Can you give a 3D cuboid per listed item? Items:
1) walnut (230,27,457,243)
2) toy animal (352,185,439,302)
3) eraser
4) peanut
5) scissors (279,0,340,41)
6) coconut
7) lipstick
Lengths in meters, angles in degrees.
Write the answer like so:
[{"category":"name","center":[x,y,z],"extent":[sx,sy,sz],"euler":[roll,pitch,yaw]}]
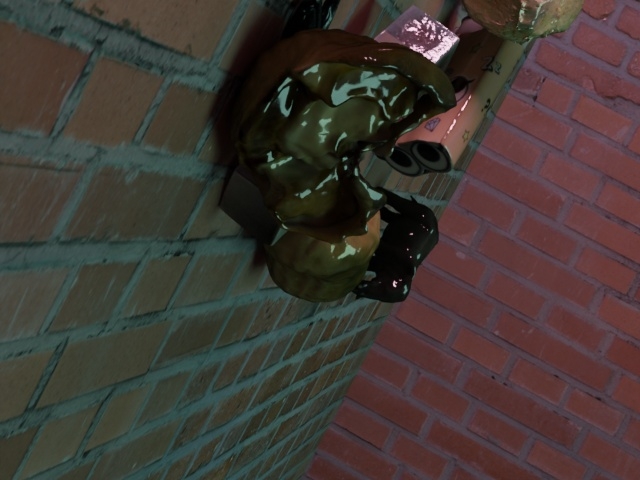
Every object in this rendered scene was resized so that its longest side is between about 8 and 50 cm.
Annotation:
[{"category":"walnut","center":[0.001,-0.125,1.387],"extent":[0.238,0.204,0.141],"euler":[-55,-142,36]},{"category":"toy animal","center":[0.115,0.014,2.447],"extent":[0.245,0.146,0.114],"euler":[-57,171,-18]},{"category":"eraser","center":[0.218,-0.238,2.276],"extent":[0.171,0.087,0.290],"euler":[-3,-132,53]},{"category":"peanut","center":[0.006,-0.008,1.789],"extent":[0.159,0.143,0.291],"euler":[-49,171,-10]},{"category":"scissors","center":[-0.012,-0.190,1.521],"extent":[0.109,0.022,0.300],"euler":[-54,170,-18]},{"category":"coconut","center":[0.301,-0.395,2.170],"extent":[0.194,0.194,0.194],"euler":[-59,171,-16]},{"category":"lipstick","center":[0.028,-0.137,1.603],"extent":[0.371,0.080,0.076],"euler":[-47,171,-38]}]
